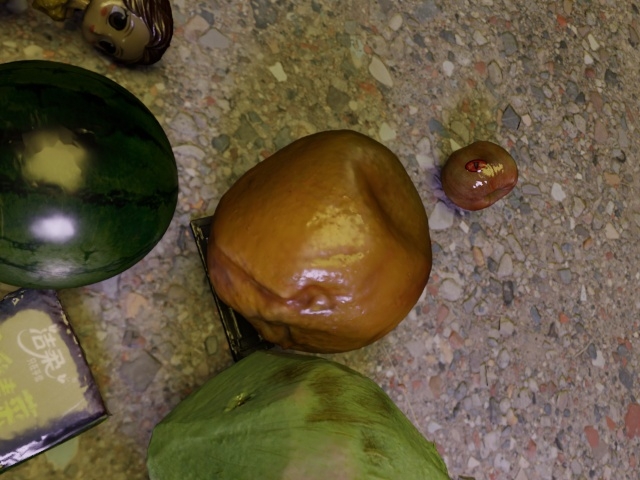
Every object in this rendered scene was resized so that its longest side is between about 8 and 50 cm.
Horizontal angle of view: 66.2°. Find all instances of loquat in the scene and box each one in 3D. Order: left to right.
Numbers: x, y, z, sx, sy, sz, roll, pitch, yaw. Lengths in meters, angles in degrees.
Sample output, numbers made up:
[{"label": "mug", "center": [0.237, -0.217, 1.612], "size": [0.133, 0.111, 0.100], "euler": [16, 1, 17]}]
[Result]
[{"label": "loquat", "center": [0.000, 0.000, 0.630], "size": [0.276, 0.276, 0.283], "euler": [27, 50, -19]}]

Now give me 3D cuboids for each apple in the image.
[{"label": "apple", "center": [0.275, -0.113, 0.858], "size": [0.126, 0.126, 0.101], "euler": [-13, 60, -28]}]

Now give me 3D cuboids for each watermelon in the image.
[{"label": "watermelon", "center": [-0.274, -0.066, 0.512], "size": [0.243, 0.242, 0.242], "euler": [6, 77, -25]}]

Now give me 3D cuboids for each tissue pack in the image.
[{"label": "tissue pack", "center": [-0.368, 0.165, 0.511], "size": [0.236, 0.073, 0.173], "euler": [-24, 90, -28]}]

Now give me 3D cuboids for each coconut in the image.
[{"label": "coconut", "center": [-0.031, 0.262, 0.528], "size": [0.329, 0.328, 0.281], "euler": [28, 103, -18]}]

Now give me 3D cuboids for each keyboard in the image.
[{"label": "keyboard", "center": [-0.123, 0.062, 0.686], "size": [0.061, 0.013, 0.204], "euler": [-17, 87, -28]}]

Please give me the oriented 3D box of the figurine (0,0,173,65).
[{"label": "figurine", "center": [-0.333, -0.310, 0.588], "size": [0.316, 0.168, 0.187], "euler": [18, 114, -30]}]
